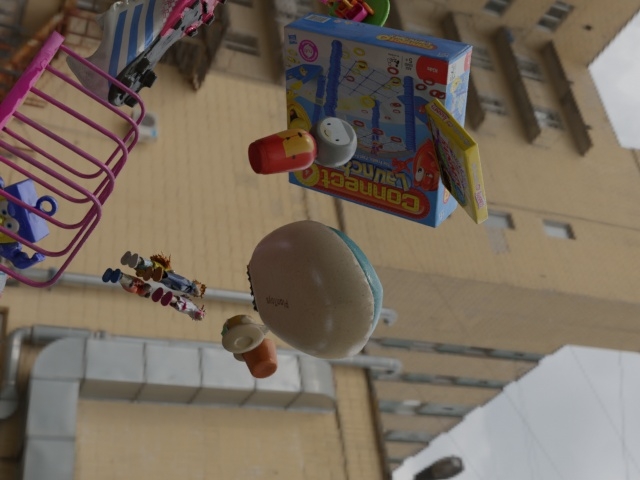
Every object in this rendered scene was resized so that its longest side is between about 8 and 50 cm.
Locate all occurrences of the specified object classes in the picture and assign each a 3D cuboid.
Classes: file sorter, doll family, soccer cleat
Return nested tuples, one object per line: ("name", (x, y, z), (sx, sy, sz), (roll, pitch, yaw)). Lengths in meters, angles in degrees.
("file sorter", (-0.379, -0.108, 1.194), (0.202, 0.182, 0.290), (-45, -157, 30))
("doll family", (-0.340, 0.089, 1.913), (0.263, 0.163, 0.118), (19, -98, 34))
("soccer cleat", (-0.286, -0.374, 1.435), (0.331, 0.143, 0.116), (-52, 172, -15))

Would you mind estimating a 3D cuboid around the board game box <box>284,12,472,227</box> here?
("board game box", (0.089, -0.207, 1.469), (0.308, 0.086, 0.302), (18, -52, 27))

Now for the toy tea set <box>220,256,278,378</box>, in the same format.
("toy tea set", (-0.102, 0.136, 1.758), (0.336, 0.200, 0.124), (-51, -140, 28))

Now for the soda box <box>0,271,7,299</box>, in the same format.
("soda box", (-0.574, 0.060, 1.359), (0.183, 0.063, 0.058), (30, 74, -77))

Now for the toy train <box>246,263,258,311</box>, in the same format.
("toy train", (-0.147, 0.104, 1.952), (0.158, 0.027, 0.036), (85, 5, -48))

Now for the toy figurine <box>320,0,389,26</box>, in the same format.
("toy figurine", (0.024, -0.468, 1.598), (0.130, 0.159, 0.173), (-42, -135, 11))

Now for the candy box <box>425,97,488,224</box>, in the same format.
("candy box", (0.206, -0.114, 1.292), (0.105, 0.027, 0.206), (53, -6, 33))

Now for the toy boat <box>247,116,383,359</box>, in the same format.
("toy boat", (0.000, 0.000, 1.155), (0.267, 0.148, 0.318), (13, -66, 60))

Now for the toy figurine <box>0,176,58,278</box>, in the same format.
("toy figurine", (-0.562, -0.076, 1.536), (0.191, 0.217, 0.362), (-46, 125, -70))
